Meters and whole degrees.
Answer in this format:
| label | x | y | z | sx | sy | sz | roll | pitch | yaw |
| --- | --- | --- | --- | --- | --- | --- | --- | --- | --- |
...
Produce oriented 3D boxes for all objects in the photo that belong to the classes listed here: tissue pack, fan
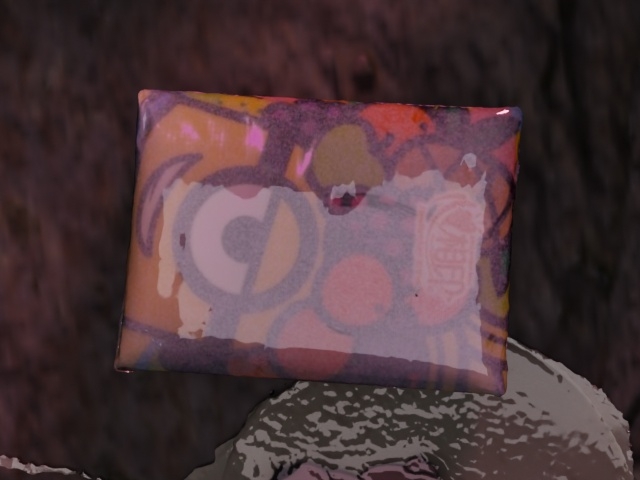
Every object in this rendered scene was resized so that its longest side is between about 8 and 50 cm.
| label | x | y | z | sx | sy | sz | roll | pitch | yaw |
| --- | --- | --- | --- | --- | --- | --- | --- | --- | --- |
| tissue pack | 0.000 | 0.000 | 0.539 | 0.148 | 0.060 | 0.109 | 4 | 90 | 6 |
| fan | -0.025 | 0.110 | 0.580 | 0.310 | 0.010 | 0.182 | 8 | 96 | 4 |
